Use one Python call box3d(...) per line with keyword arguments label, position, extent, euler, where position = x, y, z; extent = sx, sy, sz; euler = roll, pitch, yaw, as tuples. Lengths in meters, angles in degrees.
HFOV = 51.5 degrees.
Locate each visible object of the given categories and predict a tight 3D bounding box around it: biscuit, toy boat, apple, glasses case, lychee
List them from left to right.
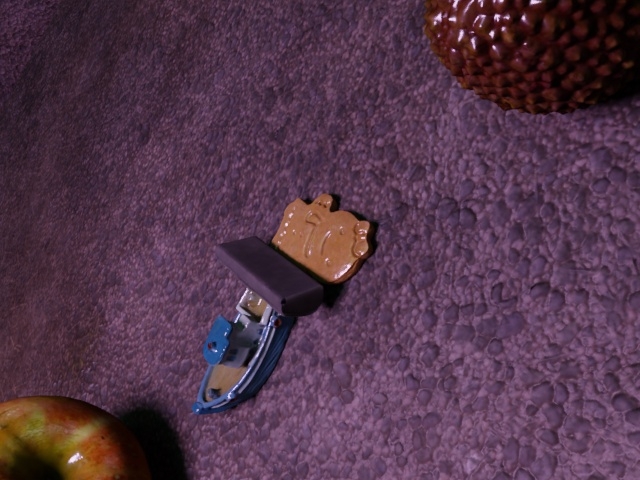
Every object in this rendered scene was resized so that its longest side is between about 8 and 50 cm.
box3d(label="apple", position=(-0.409, 0.401, 0.949), extent=(0.339, 0.339, 0.340), euler=(-19, 60, 38))
box3d(label="toy boat", position=(-0.124, 0.150, 0.937), extent=(0.088, 0.102, 0.215), euler=(32, 96, 49))
box3d(label="glasses case", position=(-0.075, 0.047, 0.927), extent=(0.190, 0.072, 0.042), euler=(33, 123, 48))
box3d(label="biscuit", position=(-0.005, 0.003, 0.938), extent=(0.184, 0.027, 0.133), euler=(39, 100, 46))
box3d(label="lychee", position=(0.222, -0.238, 0.668), extent=(0.236, 0.271, 0.236), euler=(18, 114, 48))
